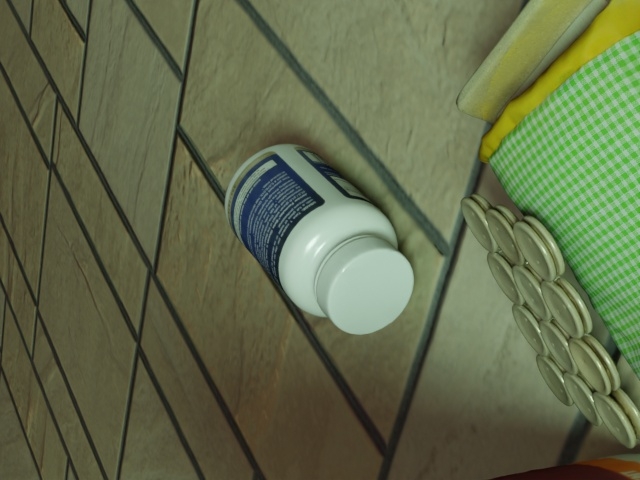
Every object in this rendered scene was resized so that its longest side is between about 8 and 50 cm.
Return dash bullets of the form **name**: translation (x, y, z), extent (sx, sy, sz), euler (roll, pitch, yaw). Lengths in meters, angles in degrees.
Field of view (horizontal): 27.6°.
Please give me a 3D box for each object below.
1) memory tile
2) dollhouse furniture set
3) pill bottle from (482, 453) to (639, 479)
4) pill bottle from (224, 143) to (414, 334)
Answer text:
- **memory tile**: translation (0.130, 0.043, 0.736), extent (0.148, 0.012, 0.113), euler (62, 171, -16)
- **dollhouse furniture set**: translation (0.137, -0.052, 0.590), extent (0.197, 0.151, 0.301), euler (62, 148, 18)
- **pill bottle**: translation (0.027, 0.241, 0.635), extent (0.224, 0.392, 0.224), euler (21, 113, 61)
- **pill bottle**: translation (0.000, 0.000, 0.981), extent (0.169, 0.094, 0.094), euler (46, 134, 52)
